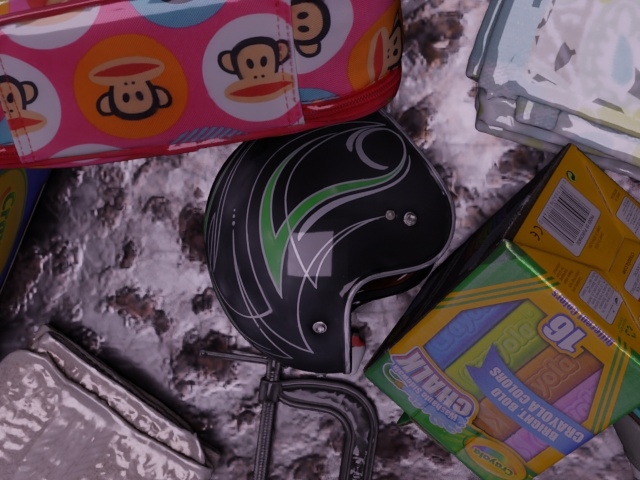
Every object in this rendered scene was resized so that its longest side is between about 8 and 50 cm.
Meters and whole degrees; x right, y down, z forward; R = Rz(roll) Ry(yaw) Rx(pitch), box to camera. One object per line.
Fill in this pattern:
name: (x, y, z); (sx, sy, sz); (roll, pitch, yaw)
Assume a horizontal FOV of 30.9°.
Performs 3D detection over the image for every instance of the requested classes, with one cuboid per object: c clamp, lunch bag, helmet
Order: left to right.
lunch bag: (-0.103, -0.164, 0.734); (0.293, 0.258, 0.120); (-7, 128, -1)
c clamp: (-0.025, 0.162, 0.884); (0.137, 0.022, 0.161); (2, 98, 3)
helmet: (0.000, 0.000, 0.781); (0.161, 0.169, 0.169); (-34, 93, -5)

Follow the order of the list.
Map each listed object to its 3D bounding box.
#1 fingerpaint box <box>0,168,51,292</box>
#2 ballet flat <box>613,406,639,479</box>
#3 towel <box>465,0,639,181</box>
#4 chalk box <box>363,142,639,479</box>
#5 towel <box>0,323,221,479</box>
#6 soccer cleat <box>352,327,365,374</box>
fingerpaint box: (-0.452, 0.054, 0.834); (0.371, 0.163, 0.445); (28, 102, 11)
ballet flat: (0.274, 0.186, 0.816); (0.213, 0.072, 0.068); (35, 106, 1)
towel: (0.299, -0.198, 0.747); (0.320, 0.090, 0.374); (21, 101, 2)
chalk box: (0.129, 0.067, 0.769); (0.132, 0.132, 0.213); (41, 134, 1)
towel: (-0.222, 0.222, 0.906); (0.187, 0.049, 0.282); (34, 102, 3)
soccer cleat: (-0.008, 0.079, 0.862); (0.083, 0.029, 0.036); (8, 96, 2)
